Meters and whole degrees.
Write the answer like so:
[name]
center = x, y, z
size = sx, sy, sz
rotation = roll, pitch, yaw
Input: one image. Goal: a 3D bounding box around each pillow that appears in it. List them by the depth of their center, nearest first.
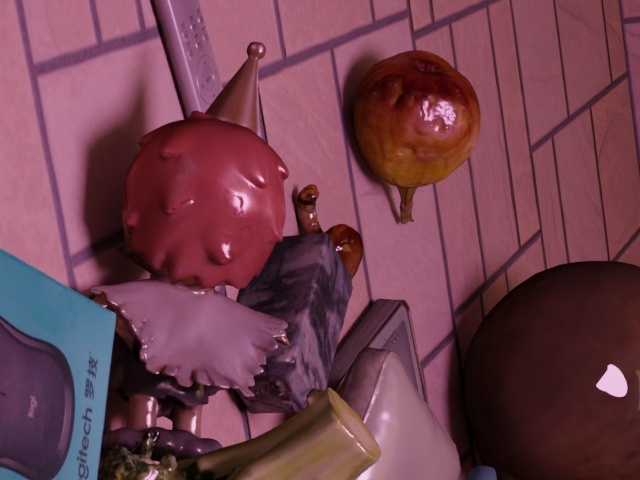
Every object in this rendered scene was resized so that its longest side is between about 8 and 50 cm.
[pillow]
center = 0.042, 0.302, 1.872
size = 0.322, 0.120, 0.255
rotation = -64, 145, -23

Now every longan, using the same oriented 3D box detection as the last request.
[longan]
center = 0.364, 0.215, 2.412
size = 0.404, 0.336, 0.404
rotation = -39, 143, -38

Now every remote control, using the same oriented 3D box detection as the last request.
[remote control]
center = -0.121, -0.175, 1.725
size = 0.067, 0.029, 0.261
rotation = -55, 136, -56

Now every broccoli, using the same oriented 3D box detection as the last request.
[broccoli]
center = -0.065, 0.256, 1.429
size = 0.288, 0.260, 0.235
rotation = -47, 123, -80

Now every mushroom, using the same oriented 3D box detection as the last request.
[mushroom]
center = 0.007, 0.002, 1.947
size = 0.088, 0.073, 0.129
rotation = -24, 109, -30

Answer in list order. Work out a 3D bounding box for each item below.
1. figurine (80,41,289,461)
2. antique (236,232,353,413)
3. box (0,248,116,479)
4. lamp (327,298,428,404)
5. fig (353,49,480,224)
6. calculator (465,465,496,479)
[figurine]
center = -0.117, 0.005, 1.565
size = 0.207, 0.166, 0.386
rotation = 11, 81, -29
[antique]
center = -0.035, 0.090, 1.813
size = 0.088, 0.086, 0.183
rotation = 62, 33, -42
[box]
center = -0.270, 0.105, 1.222
size = 0.311, 0.118, 0.205
rotation = 39, 49, -60
[lamp]
center = 0.070, 0.236, 2.086
size = 0.266, 0.047, 0.269
rotation = -48, 130, -60
[fig]
center = 0.114, -0.113, 2.165
size = 0.257, 0.159, 0.159
rotation = 91, 14, -45
[calculator]
center = 0.140, 0.398, 2.052
size = 0.386, 0.054, 0.256
rotation = -40, 154, -75
